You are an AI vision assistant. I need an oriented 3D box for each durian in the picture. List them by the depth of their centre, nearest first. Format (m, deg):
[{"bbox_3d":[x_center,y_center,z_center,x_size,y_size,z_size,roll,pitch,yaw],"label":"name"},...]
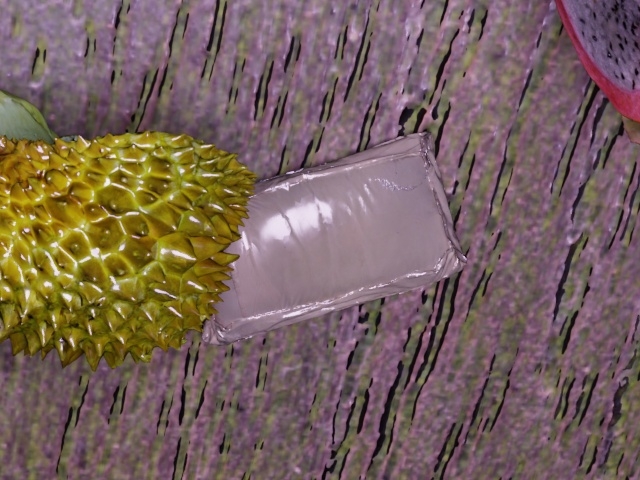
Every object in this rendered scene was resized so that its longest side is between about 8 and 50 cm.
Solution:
[{"bbox_3d":[-0.165,-0.005,0.999,0.237,0.200,0.176,7,105,-5],"label":"durian"}]

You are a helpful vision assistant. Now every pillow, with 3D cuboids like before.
[{"bbox_3d":[0.000,0.000,1.113,0.208,0.053,0.119,-15,108,-5],"label":"pillow"}]

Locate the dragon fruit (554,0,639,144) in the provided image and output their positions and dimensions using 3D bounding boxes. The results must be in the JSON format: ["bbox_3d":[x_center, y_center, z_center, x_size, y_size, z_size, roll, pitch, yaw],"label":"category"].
[{"bbox_3d":[0.245,-0.186,0.966,0.189,0.290,0.290,-18,114,-9],"label":"dragon fruit"}]
